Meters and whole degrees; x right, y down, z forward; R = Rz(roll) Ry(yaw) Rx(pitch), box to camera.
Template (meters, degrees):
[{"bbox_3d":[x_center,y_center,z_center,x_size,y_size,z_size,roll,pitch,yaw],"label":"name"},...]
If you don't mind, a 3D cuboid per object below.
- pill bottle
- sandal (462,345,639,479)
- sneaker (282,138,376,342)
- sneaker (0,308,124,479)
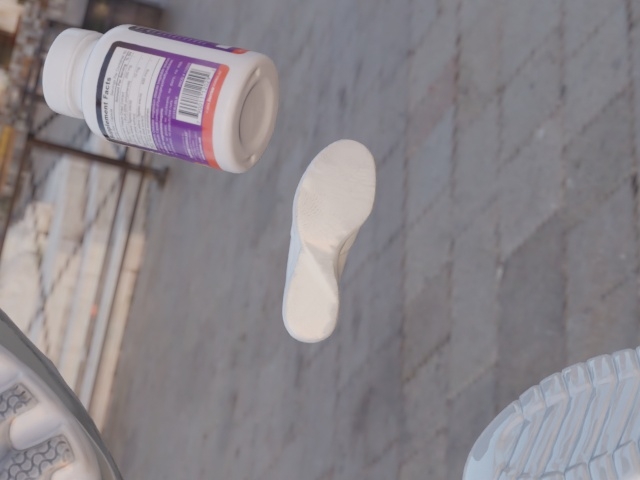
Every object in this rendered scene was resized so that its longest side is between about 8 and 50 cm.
[{"bbox_3d":[-0.143,-0.131,1.246,0.108,0.193,0.108,15,-90,-71],"label":"pill bottle"},{"bbox_3d":[0.284,0.150,1.073,0.416,0.102,0.169,-29,26,37],"label":"sandal"},{"bbox_3d":[0.000,0.000,1.456,0.094,0.080,0.212,142,144,-84],"label":"sneaker"},{"bbox_3d":[-0.163,0.039,0.479,0.105,0.281,0.115,-41,-29,-8],"label":"sneaker"}]
